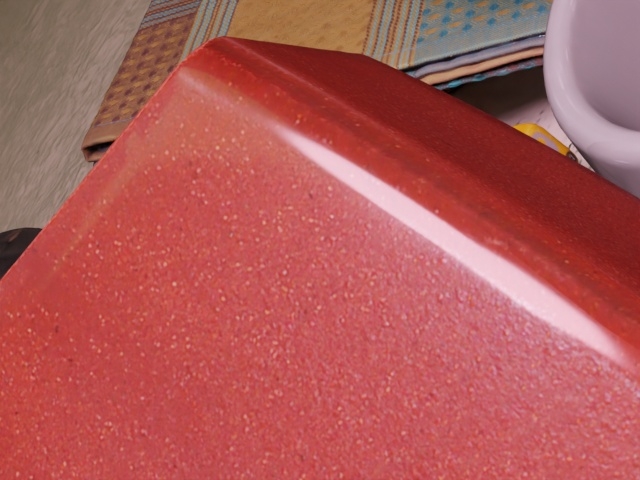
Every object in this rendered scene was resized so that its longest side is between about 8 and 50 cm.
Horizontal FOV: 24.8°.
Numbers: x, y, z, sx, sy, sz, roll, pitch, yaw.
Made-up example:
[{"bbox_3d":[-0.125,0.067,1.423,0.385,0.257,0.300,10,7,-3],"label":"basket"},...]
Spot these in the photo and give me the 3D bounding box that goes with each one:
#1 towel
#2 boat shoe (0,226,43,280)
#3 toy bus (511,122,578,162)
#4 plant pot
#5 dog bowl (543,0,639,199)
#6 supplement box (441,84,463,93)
[{"bbox_3d":[0.033,-0.170,0.976,0.370,0.040,0.271,-11,40,27],"label":"towel"},{"bbox_3d":[-0.127,0.070,0.891,0.122,0.120,0.324,-40,28,-24],"label":"boat shoe"},{"bbox_3d":[0.000,0.000,0.894,0.332,0.130,0.108,-18,43,54],"label":"toy bus"},{"bbox_3d":[0.016,0.077,0.502,0.267,0.236,0.267,-49,-10,15],"label":"plant pot"},{"bbox_3d":[0.243,-0.138,0.654,0.349,0.102,0.349,-43,27,28],"label":"dog bowl"},{"bbox_3d":[0.069,-0.127,1.038,0.083,0.043,0.055,-27,36,48],"label":"supplement box"}]
